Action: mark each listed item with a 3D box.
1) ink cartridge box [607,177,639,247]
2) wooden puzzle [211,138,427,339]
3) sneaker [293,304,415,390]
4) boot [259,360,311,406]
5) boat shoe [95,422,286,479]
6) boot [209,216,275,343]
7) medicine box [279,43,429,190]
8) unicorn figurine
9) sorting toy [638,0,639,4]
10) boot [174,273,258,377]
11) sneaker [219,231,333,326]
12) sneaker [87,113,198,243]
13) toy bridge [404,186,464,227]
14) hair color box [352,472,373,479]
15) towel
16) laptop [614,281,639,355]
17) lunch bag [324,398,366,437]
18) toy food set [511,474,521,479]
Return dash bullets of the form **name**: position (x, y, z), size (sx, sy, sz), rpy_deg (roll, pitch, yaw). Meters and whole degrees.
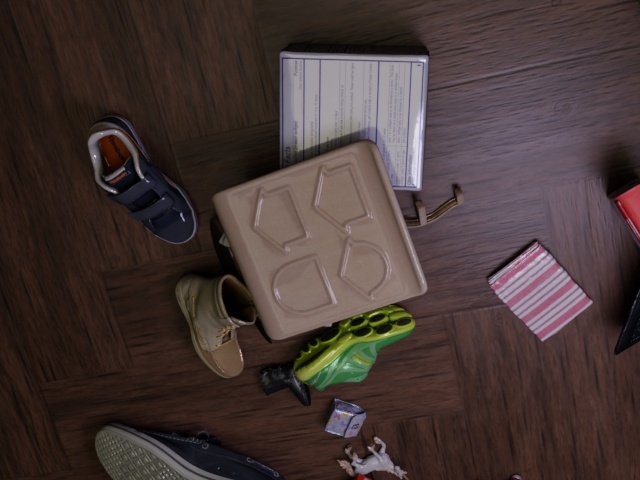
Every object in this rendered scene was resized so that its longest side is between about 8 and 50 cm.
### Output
- **ink cartridge box**: position (0.628, -0.046, 1.592), size (0.078, 0.231, 0.134), rpy_deg (-32, 87, 16)
- **wooden puzzle**: position (0.000, 0.000, 1.608), size (0.347, 0.080, 0.322), rpy_deg (-18, 103, 14)
- **sneaker**: position (0.082, 0.241, 1.849), size (0.295, 0.109, 0.123), rpy_deg (-29, 127, 13)
- **boot**: position (-0.083, 0.339, 1.919), size (0.099, 0.045, 0.121), rpy_deg (-17, 100, 9)
- **boat shoe**: position (-0.304, 0.554, 1.968), size (0.499, 0.156, 0.187), rpy_deg (17, 116, 12)
- **boot**: position (-0.140, 0.068, 1.817), size (0.115, 0.112, 0.305), rpy_deg (-32, 100, -16)
- **medicine box**: position (0.065, -0.249, 1.636), size (0.289, 0.149, 0.264), rpy_deg (3, 110, 5)
- **unicorn figurine**: position (0.131, 0.527, 1.962), size (0.161, 0.060, 0.111), rpy_deg (-15, 114, 27)
- **sorting toy**: position (0.592, -0.432, 1.559), size (0.365, 0.127, 0.126), rpy_deg (36, 139, -10)
- **boot**: position (-0.201, 0.190, 1.801), size (0.203, 0.095, 0.262), rpy_deg (-6, 110, 51)
- **sneaker**: position (-0.089, 0.029, 1.732), size (0.236, 0.130, 0.323), rpy_deg (-2, 111, 13)
- **sneaker**: position (-0.386, -0.112, 1.748), size (0.126, 0.127, 0.321), rpy_deg (-33, 105, 14)
- **toy bridge**: position (0.212, -0.057, 1.737), size (0.188, 0.026, 0.063), rpy_deg (-20, 143, -1)
- **hair color box**: position (0.088, 0.626, 1.984), size (0.071, 0.043, 0.141), rpy_deg (27, 129, -4)
- **towel**: position (0.477, 0.111, 1.789), size (0.144, 0.029, 0.197), rpy_deg (-41, 103, 17)
- **laptop**: position (0.753, 0.134, 1.707), size (0.136, 0.264, 0.235), rpy_deg (27, 115, 35)
- **lunch bag**: position (0.059, 0.420, 1.929), size (0.083, 0.053, 0.071), rpy_deg (20, 112, -11)
- **toy food set**: position (0.441, 0.623, 1.956), size (0.232, 0.104, 0.111), rpy_deg (8, 125, 22)
